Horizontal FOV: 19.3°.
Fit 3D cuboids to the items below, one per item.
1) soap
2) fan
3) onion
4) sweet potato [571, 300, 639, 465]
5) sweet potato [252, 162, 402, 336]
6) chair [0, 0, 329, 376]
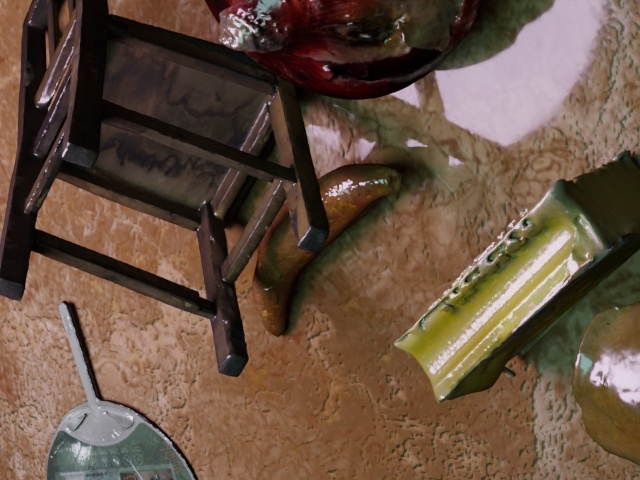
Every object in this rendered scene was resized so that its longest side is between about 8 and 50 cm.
[{"bbox_3d":[0.176,0.033,1.537,0.076,0.135,0.233,51,128,13],"label":"soap"},{"bbox_3d":[-0.204,0.232,1.978,0.223,0.012,0.294,24,119,30],"label":"fan"},{"bbox_3d":[-0.003,-0.215,1.529,0.272,0.195,0.272,22,148,15],"label":"onion"},{"bbox_3d":[0.372,0.150,1.415,0.370,0.158,0.157,18,115,34],"label":"sweet potato"},{"bbox_3d":[-0.010,-0.005,1.723,0.078,0.058,0.255,37,131,-2],"label":"sweet potato"},{"bbox_3d":[-0.147,-0.111,1.728,0.241,0.416,0.203,18,127,-18],"label":"chair"}]
